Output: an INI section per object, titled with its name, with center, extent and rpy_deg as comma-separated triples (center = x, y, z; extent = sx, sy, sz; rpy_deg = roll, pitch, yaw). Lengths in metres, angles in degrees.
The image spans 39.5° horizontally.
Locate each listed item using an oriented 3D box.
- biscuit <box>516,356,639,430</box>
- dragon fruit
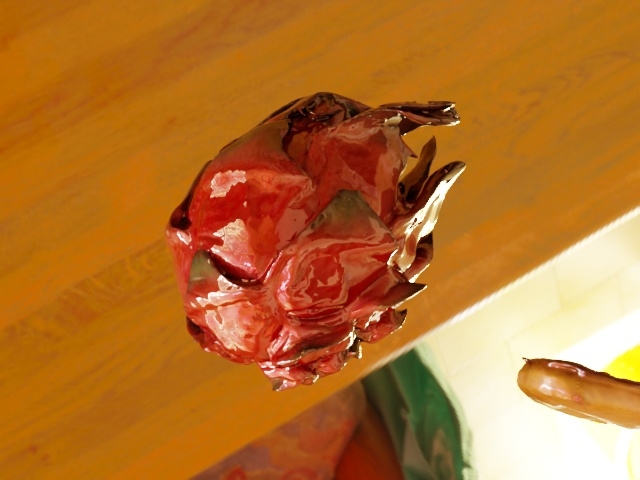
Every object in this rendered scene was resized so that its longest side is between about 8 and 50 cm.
[biscuit]
center = 0.337, 0.176, 0.880
extent = 0.299, 0.154, 0.045
rpy_deg = 18, 78, -5
[dragon fruit]
center = -0.002, -0.003, 0.401
extent = 0.130, 0.142, 0.121
rpy_deg = 3, 143, 18
